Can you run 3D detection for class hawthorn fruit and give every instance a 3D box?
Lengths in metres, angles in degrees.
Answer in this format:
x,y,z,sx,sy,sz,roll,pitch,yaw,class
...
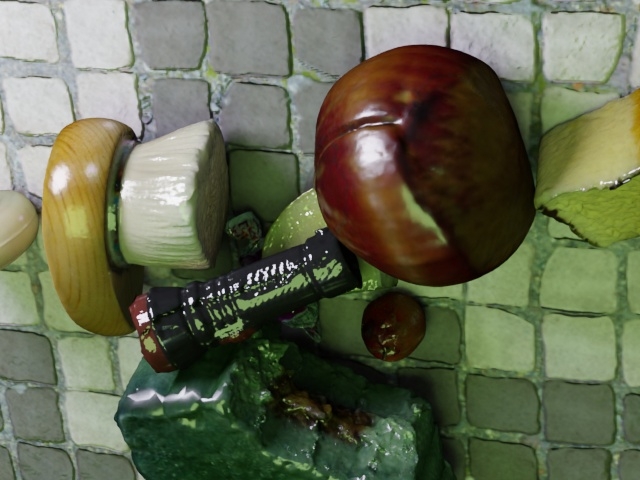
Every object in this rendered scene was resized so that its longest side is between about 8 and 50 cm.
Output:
x,y,z,sx,sy,sz,roll,pitch,yaw,class
0.075,0.092,1.538,0.077,0.077,0.077,8,121,14,hawthorn fruit

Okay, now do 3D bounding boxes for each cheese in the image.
x,y,z,sx,sy,sz,roll,pitch,yaw,class
-0.387,0.017,1.562,0.137,0.227,0.064,-17,112,21,cheese

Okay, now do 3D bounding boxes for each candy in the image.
x,y,z,sx,sy,sz,roll,pitch,yaw,class
-0.048,0.043,1.569,0.043,0.045,0.175,-17,113,43,candy

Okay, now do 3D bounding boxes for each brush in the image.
x,y,z,sx,sy,sz,roll,pitch,yaw,class
-0.187,-0.002,1.527,0.166,0.174,0.267,6,129,5,brush

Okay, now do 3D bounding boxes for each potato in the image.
x,y,z,sx,sy,sz,roll,pitch,yaw,class
0.000,0.000,1.520,0.149,0.081,0.120,-8,88,19,potato

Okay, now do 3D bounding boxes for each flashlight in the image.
x,y,z,sx,sy,sz,roll,pitch,yaw,class
-0.071,0.059,1.452,0.232,0.093,0.093,-20,111,10,flashlight

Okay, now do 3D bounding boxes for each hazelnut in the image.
x,y,z,sx,sy,sz,roll,pitch,yaw,class
0.090,-0.070,1.373,0.229,0.229,0.229,8,121,14,hazelnut

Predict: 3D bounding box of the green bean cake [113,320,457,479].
x,y,z,sx,sy,sz,roll,pitch,yaw,class
-0.028,0.219,1.570,0.308,0.169,0.300,-4,128,24,green bean cake

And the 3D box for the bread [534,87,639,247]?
x,y,z,sx,sy,sz,roll,pitch,yaw,class
0.329,-0.083,1.339,0.266,0.178,0.142,-23,77,25,bread
